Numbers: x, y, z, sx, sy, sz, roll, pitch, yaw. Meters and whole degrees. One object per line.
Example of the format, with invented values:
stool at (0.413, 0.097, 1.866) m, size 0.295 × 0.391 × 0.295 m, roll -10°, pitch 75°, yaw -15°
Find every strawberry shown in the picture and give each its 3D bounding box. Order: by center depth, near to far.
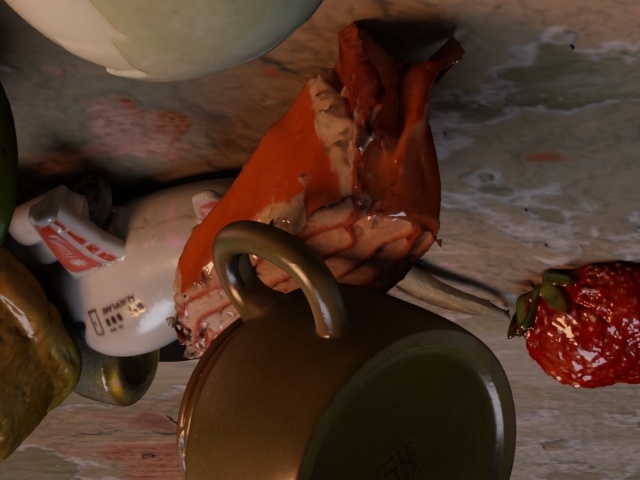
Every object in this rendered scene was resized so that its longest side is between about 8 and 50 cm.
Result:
strawberry at (0.240, 0.077, 1.360) m, size 0.187 × 0.082 × 0.146 m, roll 5°, pitch 162°, yaw -9°

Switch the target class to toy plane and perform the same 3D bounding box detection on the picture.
toy plane at (-0.105, 0.021, 1.253) m, size 0.252 × 0.118 × 0.252 m, roll 7°, pitch 156°, yaw 3°

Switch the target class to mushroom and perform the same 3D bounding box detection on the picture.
mushroom at (0.061, 0.008, 1.287) m, size 0.068 × 0.043 × 0.306 m, roll 21°, pitch 167°, yaw 32°

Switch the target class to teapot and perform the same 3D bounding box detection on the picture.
teapot at (-0.009, 0.103, 1.019) m, size 0.175 × 0.185 × 0.267 m, roll 17°, pitch 132°, yaw 44°

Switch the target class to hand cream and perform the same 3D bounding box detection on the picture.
hand cream at (-0.233, 0.082, 1.416) m, size 0.203 × 0.084 × 0.084 m, roll 6°, pitch 158°, yaw 27°

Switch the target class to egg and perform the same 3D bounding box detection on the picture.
egg at (-0.078, -0.177, 0.744) m, size 0.183 × 0.183 × 0.217 m, roll -3°, pitch 142°, yaw 19°

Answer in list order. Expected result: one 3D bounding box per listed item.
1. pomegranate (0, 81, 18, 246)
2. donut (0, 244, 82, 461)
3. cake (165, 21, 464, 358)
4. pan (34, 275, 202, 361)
pomegranate at (-0.327, -0.051, 1.008) m, size 0.260 × 0.260 × 0.341 m, roll -11°, pitch 147°, yaw 32°
donut at (-0.305, 0.056, 1.272) m, size 0.261 × 0.128 × 0.208 m, roll 40°, pitch 149°, yaw -10°
cake at (-0.006, -0.001, 1.062) m, size 0.098 × 0.135 × 0.287 m, roll 15°, pitch 129°, yaw -26°
pan at (-0.186, 0.061, 1.456) m, size 0.235 × 0.028 × 0.136 m, roll 17°, pitch 152°, yaw -24°
